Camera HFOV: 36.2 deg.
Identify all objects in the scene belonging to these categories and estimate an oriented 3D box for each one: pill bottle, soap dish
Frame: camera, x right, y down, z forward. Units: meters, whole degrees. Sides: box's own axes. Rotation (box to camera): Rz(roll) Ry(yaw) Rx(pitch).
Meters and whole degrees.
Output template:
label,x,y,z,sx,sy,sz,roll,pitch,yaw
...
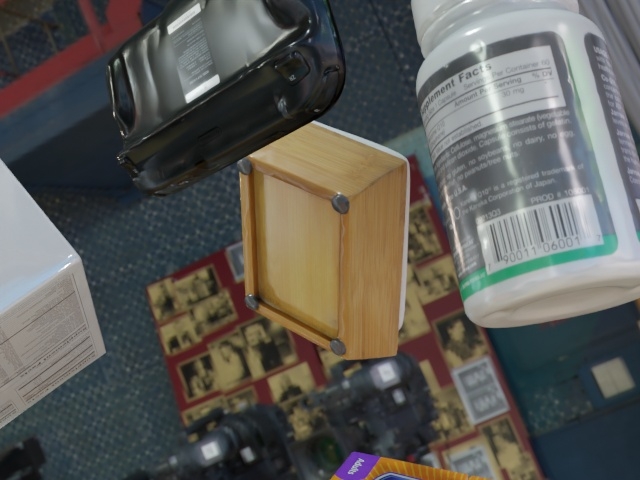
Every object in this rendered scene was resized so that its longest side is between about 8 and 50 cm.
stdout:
label,x,y,z,sx,sy,sz,roll,pitch,yaw
pill bottle,0.212,-0.107,1.008,0.204,0.361,0.204,-9,-16,-3
soap dish,0.000,0.000,1.262,0.229,0.291,0.118,25,39,34

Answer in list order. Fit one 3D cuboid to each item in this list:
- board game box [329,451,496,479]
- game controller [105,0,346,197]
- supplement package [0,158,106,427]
label,x,y,z,sx,sy,sz,roll,pitch,yaw
board game box,0.137,0.540,1.248,0.356,0.357,0.356,7,20,24
game controller,-0.101,-0.154,0.911,0.067,0.166,0.319,2,-16,-42
supplement package,-0.329,0.045,0.833,0.198,0.199,0.263,-37,-13,-19
